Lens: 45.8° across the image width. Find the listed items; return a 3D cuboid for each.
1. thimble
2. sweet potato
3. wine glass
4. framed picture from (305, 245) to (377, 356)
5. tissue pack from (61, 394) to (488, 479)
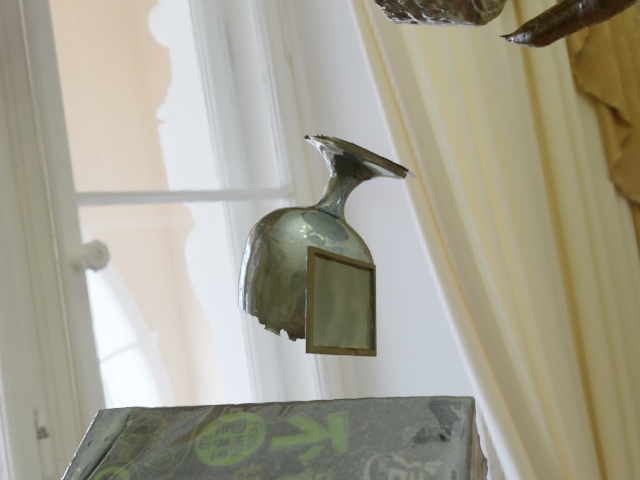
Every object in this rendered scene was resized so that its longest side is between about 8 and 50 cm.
[{"bbox_3d":[0.143,-0.375,0.935,0.148,0.196,0.229,9,-19,35],"label":"thimble"},{"bbox_3d":[0.329,-0.288,0.874,0.274,0.067,0.067,-26,-13,39],"label":"sweet potato"},{"bbox_3d":[0.000,0.000,1.260,0.238,0.323,0.238,21,3,-1],"label":"wine glass"},{"bbox_3d":[0.032,0.088,1.031,0.010,0.136,0.201,-5,-11,27],"label":"framed picture"},{"bbox_3d":[-0.057,0.273,0.648,0.394,0.124,0.288,-6,35,16],"label":"tissue pack"}]
